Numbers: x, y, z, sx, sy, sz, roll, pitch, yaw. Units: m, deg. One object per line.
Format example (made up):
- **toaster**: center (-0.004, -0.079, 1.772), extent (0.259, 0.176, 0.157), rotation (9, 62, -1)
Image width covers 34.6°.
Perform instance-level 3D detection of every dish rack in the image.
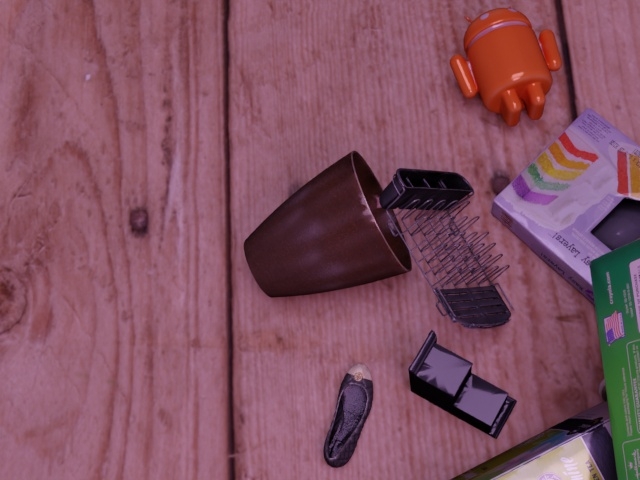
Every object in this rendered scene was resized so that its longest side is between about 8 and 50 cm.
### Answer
- **dish rack**: center (0.216, 0.015, 1.640), extent (0.074, 0.208, 0.271), rotation (-43, 65, 33)

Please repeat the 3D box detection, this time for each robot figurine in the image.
- **robot figurine**: center (0.322, -0.309, 1.783), extent (0.158, 0.128, 0.219), rotation (-31, 63, 36)

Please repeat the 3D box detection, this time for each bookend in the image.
- **bookend**: center (0.220, 0.223, 1.577), extent (0.156, 0.157, 0.072), rotation (28, 75, 16)

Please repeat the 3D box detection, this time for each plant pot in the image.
- **plant pot**: center (0.000, 0.000, 1.679), extent (0.230, 0.215, 0.215), rotation (-26, 68, 13)

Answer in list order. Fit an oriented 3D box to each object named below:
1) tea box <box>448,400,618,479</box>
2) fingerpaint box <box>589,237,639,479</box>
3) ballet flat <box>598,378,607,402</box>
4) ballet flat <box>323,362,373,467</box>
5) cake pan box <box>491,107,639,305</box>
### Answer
- **tea box**: center (0.367, 0.432, 1.414), extent (0.324, 0.220, 0.329), rotation (-25, 82, -4)
- **fingerpaint box**: center (0.552, 0.233, 1.297), extent (0.371, 0.163, 0.444), rotation (9, 66, -27)
- **ballet flat**: center (0.624, 0.181, 1.569), extent (0.400, 0.139, 0.139), rotation (-8, 69, 11)
- **ballet flat**: center (0.047, 0.278, 1.633), extent (0.058, 0.049, 0.173), rotation (12, 71, 10)
- **cake pan box**: center (0.461, -0.052, 1.703), extent (0.246, 0.070, 0.267), rotation (-43, 71, -8)
